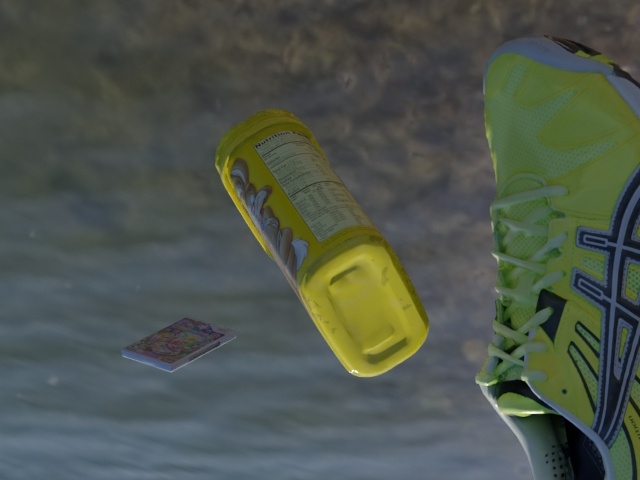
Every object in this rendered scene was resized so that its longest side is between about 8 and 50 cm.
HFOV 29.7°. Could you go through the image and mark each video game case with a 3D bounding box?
[{"bbox_3d":[-0.179,0.130,1.533,0.087,0.122,0.011,12,114,35],"label":"video game case"}]

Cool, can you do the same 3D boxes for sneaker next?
[{"bbox_3d":[0.180,0.046,0.826,0.147,0.384,0.145,-15,178,-32],"label":"sneaker"}]

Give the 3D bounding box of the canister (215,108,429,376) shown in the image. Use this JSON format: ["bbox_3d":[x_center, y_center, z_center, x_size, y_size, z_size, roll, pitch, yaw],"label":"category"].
[{"bbox_3d":[0.000,0.000,0.826,0.073,0.170,0.126,-32,129,-2],"label":"canister"}]
